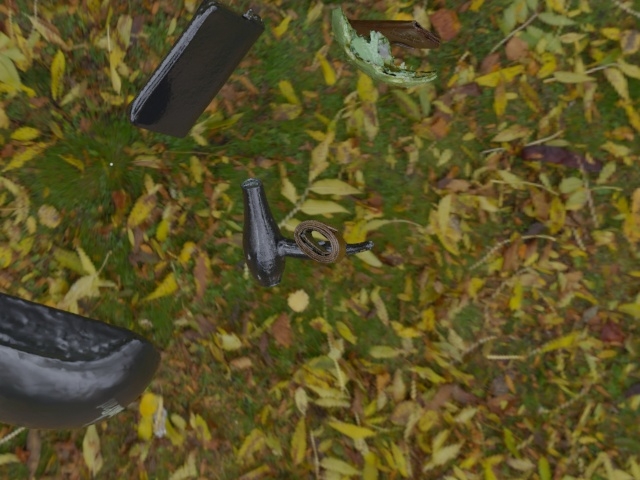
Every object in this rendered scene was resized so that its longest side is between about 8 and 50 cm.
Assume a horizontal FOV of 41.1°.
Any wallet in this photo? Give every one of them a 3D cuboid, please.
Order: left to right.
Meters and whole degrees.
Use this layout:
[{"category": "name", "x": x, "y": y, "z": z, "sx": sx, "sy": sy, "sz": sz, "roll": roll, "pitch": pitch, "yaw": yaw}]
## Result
[{"category": "wallet", "x": -0.196, "y": -0.270, "z": 1.337, "sx": 0.250, "sy": 0.149, "sz": 0.044, "roll": -50, "pitch": 65, "yaw": 19}, {"category": "wallet", "x": 0.130, "y": -0.375, "z": 1.559, "sx": 0.095, "sy": 0.176, "sz": 0.026, "roll": 23, "pitch": 83, "yaw": -45}]

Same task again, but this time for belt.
[{"category": "belt", "x": 0.000, "y": 0.000, "z": 1.307, "sx": 0.083, "sy": 0.036, "sz": 0.059, "roll": 37, "pitch": 105, "yaw": 21}]

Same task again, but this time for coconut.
[{"category": "coconut", "x": 0.072, "y": -0.240, "z": 1.101, "sx": 0.158, "sy": 0.133, "sz": 0.055, "roll": 32, "pitch": 103, "yaw": -11}]

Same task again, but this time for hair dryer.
[{"category": "hair dryer", "x": -0.022, "y": -0.009, "z": 1.375, "sx": 0.219, "sy": 0.075, "sz": 0.196, "roll": 1, "pitch": 126, "yaw": 10}]

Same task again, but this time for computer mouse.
[{"category": "computer mouse", "x": -0.303, "y": 0.133, "z": 0.869, "sx": 0.269, "sy": 0.170, "sz": 0.100, "roll": 20, "pitch": 53, "yaw": -26}]
